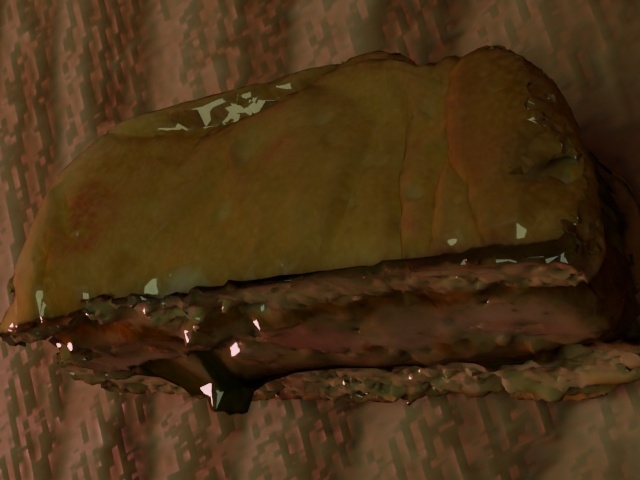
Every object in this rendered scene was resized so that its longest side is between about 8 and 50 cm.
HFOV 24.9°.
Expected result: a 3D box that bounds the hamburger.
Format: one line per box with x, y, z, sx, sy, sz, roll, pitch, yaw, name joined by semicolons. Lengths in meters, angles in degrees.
0.000;0.000;0.546;0.262;0.124;0.131;-7;59;30;hamburger
